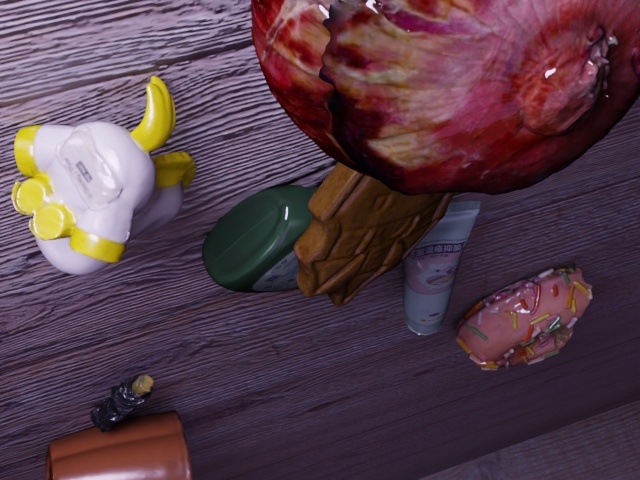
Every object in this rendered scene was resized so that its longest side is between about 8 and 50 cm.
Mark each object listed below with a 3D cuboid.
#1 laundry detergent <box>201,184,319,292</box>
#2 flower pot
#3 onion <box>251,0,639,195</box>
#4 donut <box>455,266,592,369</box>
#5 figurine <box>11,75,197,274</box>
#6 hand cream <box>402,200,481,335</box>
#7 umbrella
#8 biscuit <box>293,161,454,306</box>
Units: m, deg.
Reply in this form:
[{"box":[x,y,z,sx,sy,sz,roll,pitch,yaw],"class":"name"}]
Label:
[{"box":[0.000,0.000,1.007,0.137,0.063,0.211,-42,152,30],"class":"laundry detergent"},{"box":[-0.269,0.321,1.413,0.173,0.190,0.190,0,153,-18],"class":"flower pot"},{"box":[0.084,-0.128,0.587,0.246,0.190,0.246,-17,141,-14],"class":"onion"},{"box":[0.299,0.126,1.592,0.199,0.085,0.233,-19,158,-2],"class":"donut"},{"box":[-0.143,-0.031,0.759,0.129,0.109,0.178,-40,167,-14],"class":"figurine"},{"box":[0.125,0.028,1.225,0.085,0.058,0.331,-4,154,1],"class":"hand cream"},{"box":[-0.236,0.191,1.286,0.037,0.040,0.144,-14,163,-39],"class":"umbrella"},{"box":[0.053,-0.016,0.948,0.182,0.034,0.215,-18,145,-39],"class":"biscuit"}]
